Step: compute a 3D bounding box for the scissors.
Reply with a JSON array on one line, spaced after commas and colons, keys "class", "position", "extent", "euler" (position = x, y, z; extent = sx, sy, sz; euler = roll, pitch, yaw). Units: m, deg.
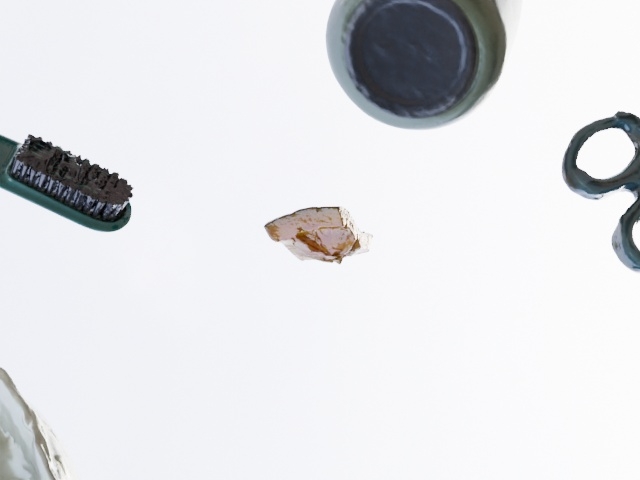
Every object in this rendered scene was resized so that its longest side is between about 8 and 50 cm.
[{"class": "scissors", "position": [0.324, -0.083, 1.374], "extent": [0.289, 0.041, 0.138], "euler": [-33, -97, -25]}]

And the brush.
[{"class": "brush", "position": [-0.209, -0.060, 1.087], "extent": [0.193, 0.032, 0.043], "euler": [26, -134, -6]}]

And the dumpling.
[{"class": "dumpling", "position": [-0.202, 0.194, 1.139], "extent": [0.131, 0.179, 0.252], "euler": [-16, -51, -37]}]

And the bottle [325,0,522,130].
[{"class": "bottle", "position": [0.118, -0.242, 1.613], "extent": [0.168, 0.168, 0.347], "euler": [48, -152, -12]}]

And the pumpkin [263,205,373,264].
[{"class": "pumpkin", "position": [-0.002, 0.000, 1.377], "extent": [0.101, 0.073, 0.035], "euler": [34, -124, -62]}]
